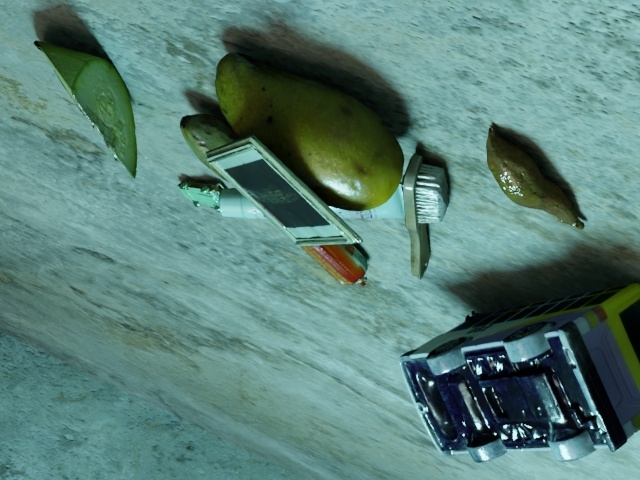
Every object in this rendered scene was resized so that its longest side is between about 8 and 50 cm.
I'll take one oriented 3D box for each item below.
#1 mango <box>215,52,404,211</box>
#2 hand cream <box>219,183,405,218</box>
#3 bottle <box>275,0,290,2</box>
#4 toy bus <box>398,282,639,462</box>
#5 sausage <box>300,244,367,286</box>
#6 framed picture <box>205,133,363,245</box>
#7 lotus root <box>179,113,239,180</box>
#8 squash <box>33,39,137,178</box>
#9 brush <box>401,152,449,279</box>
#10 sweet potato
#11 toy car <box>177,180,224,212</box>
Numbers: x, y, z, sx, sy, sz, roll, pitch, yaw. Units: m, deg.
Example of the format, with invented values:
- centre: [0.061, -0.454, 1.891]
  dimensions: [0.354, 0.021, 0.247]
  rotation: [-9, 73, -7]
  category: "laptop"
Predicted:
- centre: [-0.027, -0.159, 1.778]
  dimensions: [0.329, 0.175, 0.177]
  rotation: [23, 115, 18]
  category: "mango"
- centre: [-0.007, -0.068, 1.978]
  dimensions: [0.331, 0.058, 0.085]
  rotation: [-2, 140, 14]
  category: "hand cream"
- centre: [-0.008, -0.371, 1.499]
  dimensions: [0.060, 0.060, 0.217]
  rotation: [38, 152, -15]
  category: "bottle"
- centre: [0.353, 0.217, 1.939]
  dimensions: [0.440, 0.249, 0.209]
  rotation: [-20, 96, 57]
  category: "toy bus"
- centre: [0.000, 0.000, 2.121]
  dimensions: [0.264, 0.083, 0.083]
  rotation: [44, 151, -27]
  category: "sausage"
- centre: [-0.067, -0.068, 1.824]
  dimensions: [0.231, 0.018, 0.293]
  rotation: [43, 167, -13]
  category: "framed picture"
- centre: [-0.163, -0.156, 2.010]
  dimensions: [0.179, 0.080, 0.089]
  rotation: [43, 164, -22]
  category: "lotus root"
- centre: [-0.422, -0.243, 2.052]
  dimensions: [0.155, 0.204, 0.237]
  rotation: [-6, 143, 16]
  category: "squash"
- centre: [0.175, -0.028, 1.914]
  dimensions: [0.065, 0.070, 0.327]
  rotation: [12, 152, 13]
  category: "brush"
- centre: [0.304, -0.072, 1.693]
  dimensions: [0.226, 0.068, 0.068]
  rotation: [41, 152, -22]
  category: "sweet potato"
- centre: [-0.224, -0.089, 2.245]
  dimensions: [0.122, 0.035, 0.059]
  rotation: [15, 151, 46]
  category: "toy car"
